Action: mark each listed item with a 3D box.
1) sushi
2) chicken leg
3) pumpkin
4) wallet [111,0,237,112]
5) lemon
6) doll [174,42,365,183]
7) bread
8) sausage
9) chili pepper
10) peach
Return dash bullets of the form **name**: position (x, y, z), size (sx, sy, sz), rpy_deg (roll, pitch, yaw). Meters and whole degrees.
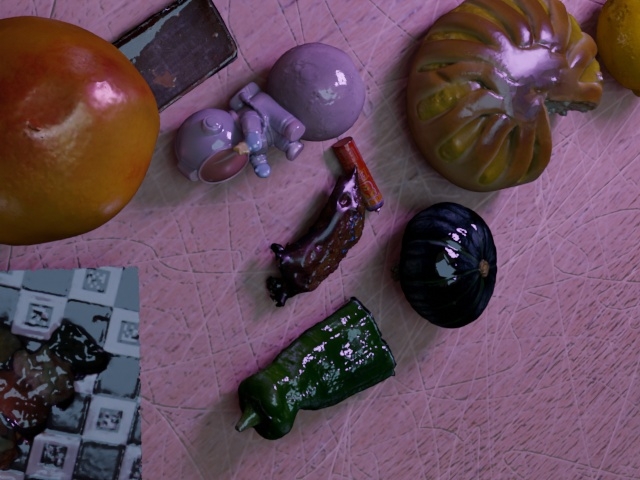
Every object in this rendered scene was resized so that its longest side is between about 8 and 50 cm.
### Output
- **sushi**: position (-0.405, 0.196, 1.696), size (0.320, 0.069, 0.339), rpy_deg (-4, 100, -17)
- **chicken leg**: position (0.000, 0.000, 1.858), size (0.234, 0.063, 0.105), rpy_deg (-47, 134, -13)
- **pumpkin**: position (0.199, 0.038, 1.917), size (0.194, 0.150, 0.194), rpy_deg (-12, 112, -30)
- **wallet**: position (-0.229, -0.244, 1.728), size (0.232, 0.031, 0.122), rpy_deg (-37, 116, -14)
- **lemon**: position (0.534, -0.328, 2.017), size (0.173, 0.173, 0.206), rpy_deg (-22, 125, -22)
- **doll**: position (-0.079, -0.173, 1.760), size (0.287, 0.151, 0.151), rpy_deg (-29, 109, -13)
- **bread**: position (0.286, -0.233, 1.913), size (0.333, 0.160, 0.333), rpy_deg (-3, 98, -26)
- **sausage**: position (0.061, -0.095, 1.893), size (0.034, 0.034, 0.129), rpy_deg (-34, 111, -18)
- **chili pepper**: position (-0.020, 0.207, 1.862), size (0.270, 0.099, 0.136), rpy_deg (-29, 119, -24)
- **peach**: position (-0.369, -0.134, 1.536), size (0.308, 0.289, 0.289), rpy_deg (7, 95, -29)
